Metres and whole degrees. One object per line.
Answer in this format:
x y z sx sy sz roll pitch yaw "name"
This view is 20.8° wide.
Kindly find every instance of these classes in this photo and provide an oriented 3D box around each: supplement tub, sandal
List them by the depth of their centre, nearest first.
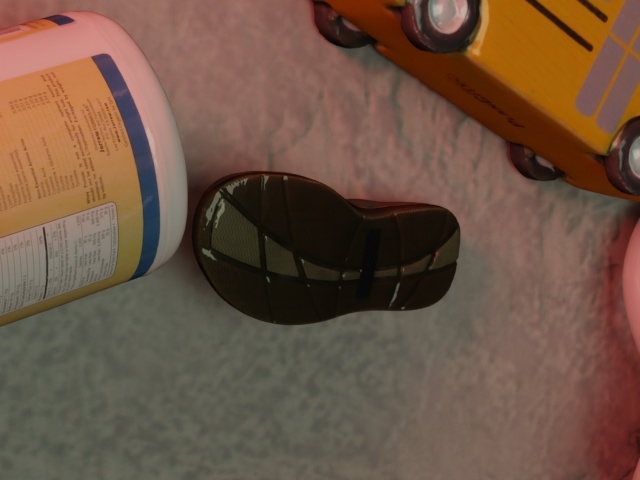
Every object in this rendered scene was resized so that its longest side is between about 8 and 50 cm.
-0.182 -0.025 0.871 0.199 0.144 0.144 -20 109 -28 "supplement tub"
0.000 0.000 1.048 0.219 0.060 0.090 -1 106 -47 "sandal"

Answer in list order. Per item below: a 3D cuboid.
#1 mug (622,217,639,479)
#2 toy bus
0.361 0.101 1.192 0.328 0.276 0.374 -33 85 -16 "mug"
0.106 -0.143 1.055 0.332 0.108 0.130 31 80 -32 "toy bus"
